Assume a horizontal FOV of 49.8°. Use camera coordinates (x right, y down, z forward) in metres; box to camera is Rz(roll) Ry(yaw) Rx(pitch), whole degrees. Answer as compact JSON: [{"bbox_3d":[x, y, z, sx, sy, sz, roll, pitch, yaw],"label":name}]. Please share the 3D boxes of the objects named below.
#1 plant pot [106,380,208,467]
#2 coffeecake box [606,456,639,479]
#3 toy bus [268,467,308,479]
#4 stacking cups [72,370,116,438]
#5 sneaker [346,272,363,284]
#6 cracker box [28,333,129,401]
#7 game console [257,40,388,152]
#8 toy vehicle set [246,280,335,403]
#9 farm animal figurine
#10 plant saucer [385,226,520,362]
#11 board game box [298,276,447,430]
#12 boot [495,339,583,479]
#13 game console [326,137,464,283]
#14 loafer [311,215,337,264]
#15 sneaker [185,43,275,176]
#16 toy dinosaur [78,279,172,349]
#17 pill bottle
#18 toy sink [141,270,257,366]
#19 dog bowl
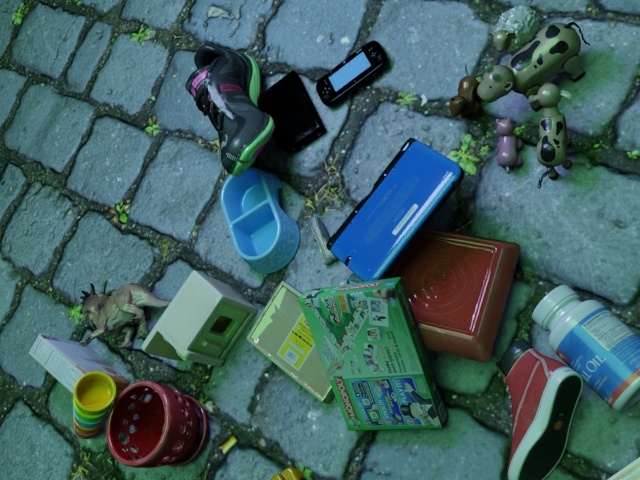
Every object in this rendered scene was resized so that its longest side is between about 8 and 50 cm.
[{"bbox_3d":[-0.374,0.435,1.618,0.191,0.174,0.191,-10,68,27],"label":"plant pot"},{"bbox_3d":[0.542,0.470,1.131,0.142,0.068,0.185,-41,57,12],"label":"coffeecake box"},{"bbox_3d":[-0.027,0.621,1.372,0.108,0.130,0.333,-42,57,11],"label":"toy bus"},{"bbox_3d":[-0.563,0.411,1.694,0.316,0.096,0.096,127,139,-56],"label":"stacking cups"},{"bbox_3d":[0.187,0.085,1.479,0.261,0.104,0.125,5,66,23],"label":"sneaker"},{"bbox_3d":[-0.638,0.336,1.821,0.232,0.155,0.067,27,88,35],"label":"cracker box"},{"bbox_3d":[0.008,-0.392,1.780,0.361,0.044,0.213,-34,59,15],"label":"game console"},{"bbox_3d":[-0.036,0.228,1.580,0.267,0.035,0.166,33,90,35],"label":"toy vehicle set"},{"bbox_3d":[0.426,-0.319,1.429,0.330,0.172,0.327,40,94,34],"label":"farm animal figurine"},{"bbox_3d":[0.237,0.087,1.370,0.259,0.048,0.258,11,67,26],"label":"plant saucer"},{"bbox_3d":[0.104,0.233,1.366,0.213,0.046,0.317,-9,110,30],"label":"board game box"},{"bbox_3d":[0.376,0.319,1.290,0.176,0.088,0.244,34,110,60],"label":"boot"},{"bbox_3d":[0.169,-0.047,1.450,0.293,0.173,0.250,-53,43,5],"label":"game console"},{"bbox_3d":[0.000,0.000,1.641,0.039,0.045,0.125,-36,60,22],"label":"loafer"},{"bbox_3d":[-0.250,-0.338,1.759,0.185,0.202,0.483,-50,36,27],"label":"sneaker"},{"bbox_3d":[-0.539,0.175,1.849,0.295,0.127,0.200,-27,54,13],"label":"toy dinosaur"},{"bbox_3d":[0.491,0.186,1.234,0.124,0.124,0.221,-47,55,7],"label":"pill bottle"},{"bbox_3d":[-0.289,0.216,1.664,0.131,0.153,0.234,36,91,34],"label":"toy sink"},{"bbox_3d":[-0.161,-0.060,1.738,0.166,0.074,0.297,-32,59,17],"label":"dog bowl"}]
